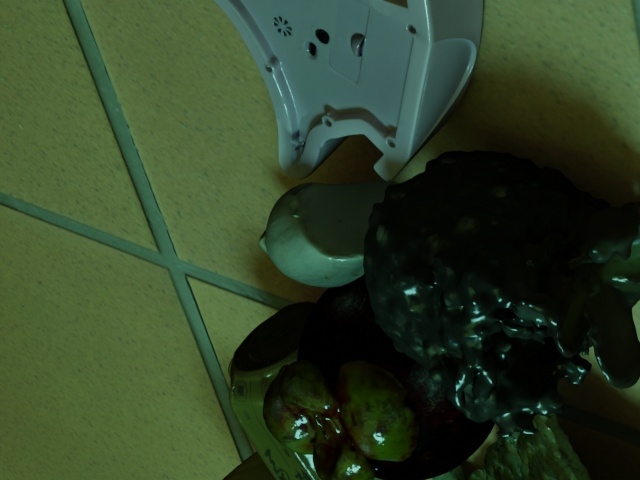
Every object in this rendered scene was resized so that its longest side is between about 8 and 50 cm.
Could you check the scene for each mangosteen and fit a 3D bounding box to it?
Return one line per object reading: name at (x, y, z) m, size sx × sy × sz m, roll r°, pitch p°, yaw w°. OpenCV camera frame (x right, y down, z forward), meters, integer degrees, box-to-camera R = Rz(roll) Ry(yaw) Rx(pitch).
mangosteen at (0.063, 0.120, 1.684) m, size 0.210 × 0.210 × 0.210 m, roll 31°, pitch 147°, yaw 23°

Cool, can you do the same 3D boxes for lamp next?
lamp at (0.006, 0.160, 1.852) m, size 0.161 × 0.161 × 0.185 m, roll -5°, pitch 125°, yaw 53°

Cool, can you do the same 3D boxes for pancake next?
pancake at (0.221, 0.293, 1.753) m, size 0.305 × 0.067 × 0.427 m, roll 65°, pitch 163°, yaw 10°

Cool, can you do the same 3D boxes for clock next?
clock at (-0.007, -0.173, 1.541) m, size 0.275 × 0.080 × 0.290 m, roll 33°, pitch 146°, yaw 21°

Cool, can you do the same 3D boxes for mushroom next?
mushroom at (0.000, 0.000, 1.666) m, size 0.093 × 0.116 × 0.225 m, roll 68°, pitch 160°, yaw 5°

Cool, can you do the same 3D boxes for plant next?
plant at (0.154, 0.040, 1.498) m, size 0.234 × 0.204 × 0.178 m, roll 30°, pitch 145°, yaw 38°

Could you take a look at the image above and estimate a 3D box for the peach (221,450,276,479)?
peach at (-0.029, 0.333, 1.999) m, size 0.232 × 0.257 × 0.232 m, roll 28°, pitch 146°, yaw 21°
